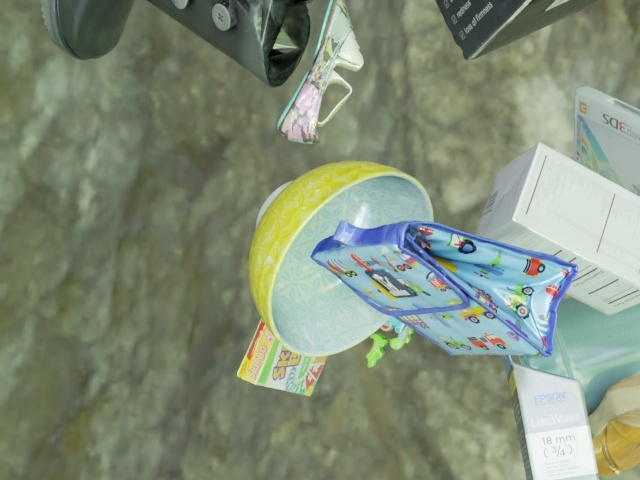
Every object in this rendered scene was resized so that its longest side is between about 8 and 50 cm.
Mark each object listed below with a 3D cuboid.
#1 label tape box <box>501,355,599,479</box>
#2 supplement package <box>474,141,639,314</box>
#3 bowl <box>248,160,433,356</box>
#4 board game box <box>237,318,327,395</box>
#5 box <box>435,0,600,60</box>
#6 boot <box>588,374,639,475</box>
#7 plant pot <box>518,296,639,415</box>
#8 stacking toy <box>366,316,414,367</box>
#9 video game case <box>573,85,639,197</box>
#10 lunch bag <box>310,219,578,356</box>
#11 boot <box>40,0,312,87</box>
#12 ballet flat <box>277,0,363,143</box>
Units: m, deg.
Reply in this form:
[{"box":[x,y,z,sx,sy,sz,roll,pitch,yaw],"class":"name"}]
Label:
[{"box":[0.360,0.293,2.028,0.240,0.106,0.333,59,21,-77],"class":"label tape box"},{"box":[0.371,-0.012,1.889,0.139,0.244,0.134,-67,-169,-23],"class":"supplement package"},{"box":[0.000,0.000,1.795,0.156,0.289,0.289,38,-57,38],"class":"bowl"},{"box":[-0.053,0.188,2.163,0.259,0.039,0.124,26,86,-63],"class":"board game box"},{"box":[0.306,-0.602,1.954,0.471,0.297,0.480,62,-18,5],"class":"box"},{"box":[0.595,0.357,2.464,0.295,0.211,0.104,-25,-129,25],"class":"boot"},{"box":[0.585,0.242,2.633,0.341,0.334,0.341,-17,90,-82],"class":"plant pot"},{"box":[0.133,0.095,2.185,0.167,0.052,0.221,-13,122,-68],"class":"stacking toy"},{"box":[0.529,-0.064,2.188,0.300,0.036,0.329,40,-38,53],"class":"video game case"},{"box":[0.145,0.039,1.694,0.221,0.293,0.138,-8,-121,61],"class":"lunch bag"},{"box":[-0.209,-0.347,1.923,0.146,0.445,0.367,-43,151,-38],"class":"boot"},{"box":[0.012,-0.232,1.808,0.077,0.079,0.221,100,11,-77],"class":"ballet flat"}]
